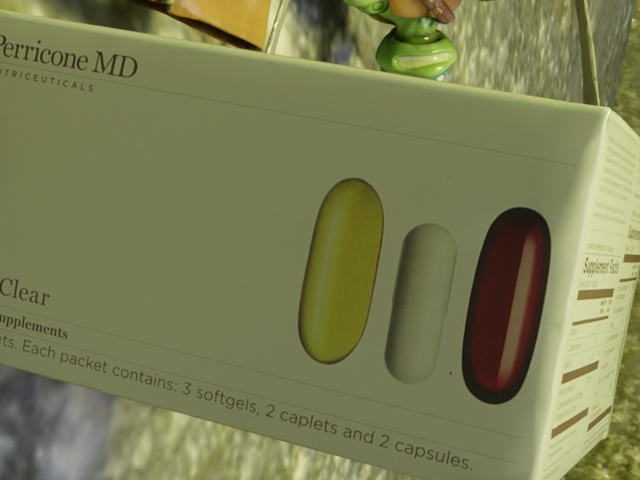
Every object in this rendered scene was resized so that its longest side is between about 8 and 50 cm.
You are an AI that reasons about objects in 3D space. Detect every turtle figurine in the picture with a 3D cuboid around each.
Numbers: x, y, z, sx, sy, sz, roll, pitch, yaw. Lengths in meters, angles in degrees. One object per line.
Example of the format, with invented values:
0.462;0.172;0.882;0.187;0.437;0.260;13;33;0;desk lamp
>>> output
0.076;-0.203;0.770;0.275;0.197;0.266;-51;141;-63;turtle figurine

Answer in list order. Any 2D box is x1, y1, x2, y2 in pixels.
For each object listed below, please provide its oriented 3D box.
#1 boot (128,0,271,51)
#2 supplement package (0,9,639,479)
-0.001;-0.231;0.622;0.264;0.096;0.280;8;93;-57;boot
0.000;0.000;0.570;0.204;0.261;0.145;4;97;-70;supplement package
